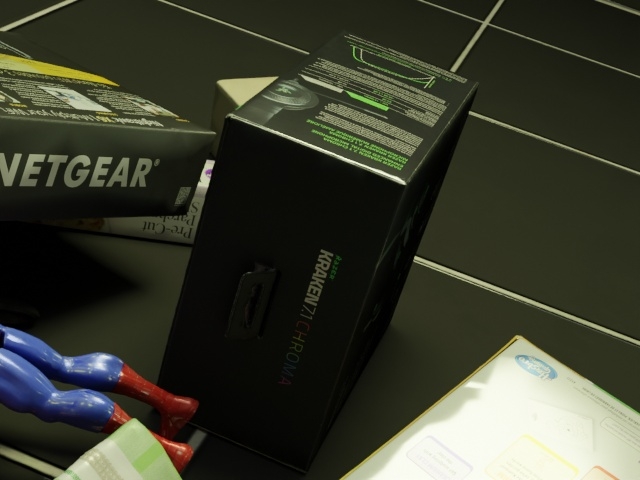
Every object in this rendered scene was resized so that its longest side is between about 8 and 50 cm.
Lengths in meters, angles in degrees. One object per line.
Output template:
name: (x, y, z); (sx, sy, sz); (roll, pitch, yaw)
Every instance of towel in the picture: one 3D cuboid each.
towel: (-0.114, 0.178, 0.678); (0.113, 0.023, 0.152); (55, 31, -3)

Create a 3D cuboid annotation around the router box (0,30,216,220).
router box: (-0.266, -0.100, 0.898); (0.243, 0.081, 0.309); (28, 15, 25)

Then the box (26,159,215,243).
box: (-0.233, -0.053, 1.067); (0.324, 0.067, 0.063); (9, 27, -19)

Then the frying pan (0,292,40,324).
frying pan: (-0.325, 0.000, 0.773); (0.326, 0.197, 0.053); (-2, 62, -31)

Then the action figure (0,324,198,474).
action figure: (-0.235, 0.099, 0.768); (0.280, 0.139, 0.091); (34, 20, -17)

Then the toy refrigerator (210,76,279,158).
toy refrigerator: (-0.014, -0.069, 1.202); (0.102, 0.094, 0.269); (-8, 34, -28)

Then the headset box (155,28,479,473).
headset box: (0.000, 0.000, 0.904); (0.131, 0.246, 0.283); (22, 28, 8)

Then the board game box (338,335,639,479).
board game box: (0.110, 0.210, 0.673); (0.242, 0.064, 0.316); (34, 47, 30)
